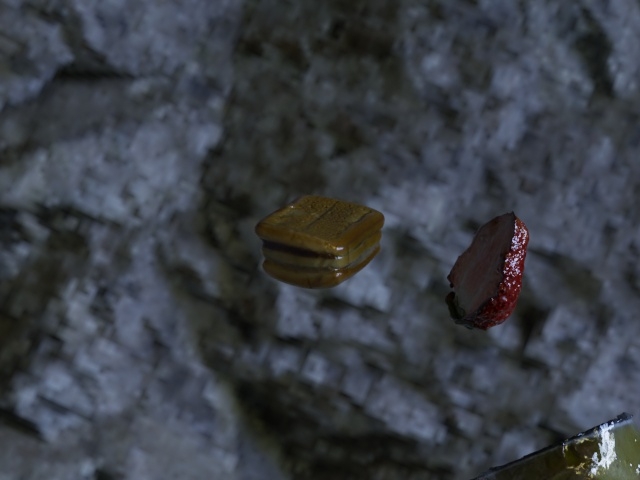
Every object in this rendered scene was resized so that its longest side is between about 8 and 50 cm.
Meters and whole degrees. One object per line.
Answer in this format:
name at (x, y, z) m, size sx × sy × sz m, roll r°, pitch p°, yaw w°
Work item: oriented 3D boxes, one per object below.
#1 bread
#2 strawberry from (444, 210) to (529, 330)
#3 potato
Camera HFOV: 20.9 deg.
bread at (0.000, 0.000, 2.042) m, size 0.116 × 0.077 × 0.200 m, roll 7°, pitch 15°, yaw 17°
strawberry at (0.236, 0.041, 2.355) m, size 0.082 × 0.187 × 0.146 m, roll 12°, pitch 29°, yaw -27°
potato at (0.329, 0.354, 2.259) m, size 0.196 × 0.246 × 0.300 m, roll 65°, pitch -25°, yaw 11°
